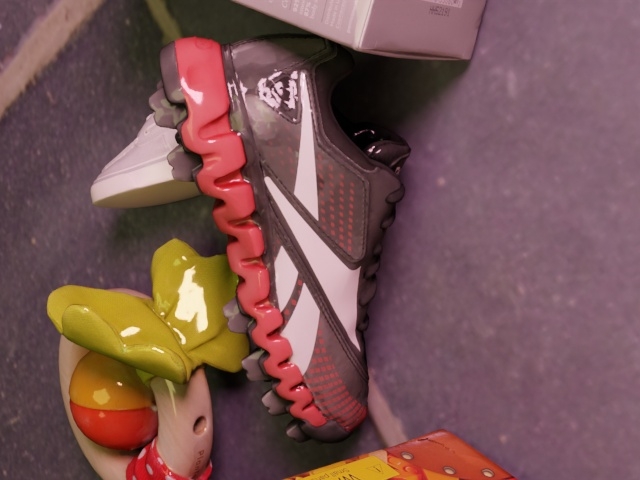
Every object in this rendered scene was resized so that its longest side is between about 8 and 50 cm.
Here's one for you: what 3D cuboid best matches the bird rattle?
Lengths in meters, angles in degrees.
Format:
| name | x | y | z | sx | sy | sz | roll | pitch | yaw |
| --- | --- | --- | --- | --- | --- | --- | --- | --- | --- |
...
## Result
| name | x | y | z | sx | sy | sz | roll | pitch | yaw |
| --- | --- | --- | --- | --- | --- | --- | --- | --- | --- |
| bird rattle | -0.120 | 0.125 | 0.711 | 0.207 | 0.143 | 0.254 | 12 | 118 | 46 |

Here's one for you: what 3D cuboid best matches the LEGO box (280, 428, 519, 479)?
| name | x | y | z | sx | sy | sz | roll | pitch | yaw |
| --- | --- | --- | --- | --- | --- | --- | --- | --- | --- |
| LEGO box | -0.005 | 0.290 | 0.356 | 0.372 | 0.500 | 0.193 | 30 | 116 | 41 |

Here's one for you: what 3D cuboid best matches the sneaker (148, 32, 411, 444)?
| name | x | y | z | sx | sy | sz | roll | pitch | yaw |
| --- | --- | --- | --- | --- | --- | --- | --- | --- | --- |
| sneaker | 0.000 | 0.000 | 0.582 | 0.135 | 0.097 | 0.276 | -17 | 111 | 0 |

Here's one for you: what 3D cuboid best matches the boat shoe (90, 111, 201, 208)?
| name | x | y | z | sx | sy | sz | roll | pitch | yaw |
| --- | --- | --- | --- | --- | --- | --- | --- | --- | --- |
| boat shoe | -0.091 | -0.072 | 0.666 | 0.184 | 0.066 | 0.063 | -22 | 75 | 37 |

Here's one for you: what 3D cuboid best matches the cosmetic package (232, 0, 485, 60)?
| name | x | y | z | sx | sy | sz | roll | pitch | yaw |
| --- | --- | --- | --- | --- | --- | --- | --- | --- | --- |
| cosmetic package | -0.025 | -0.188 | 0.560 | 0.238 | 0.127 | 0.107 | 26 | 111 | 32 |
